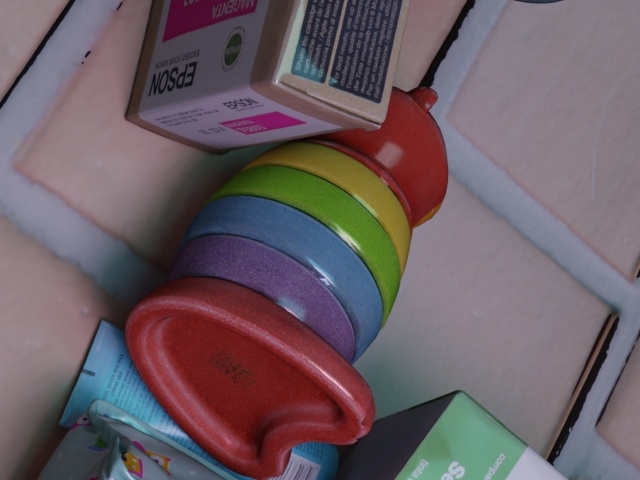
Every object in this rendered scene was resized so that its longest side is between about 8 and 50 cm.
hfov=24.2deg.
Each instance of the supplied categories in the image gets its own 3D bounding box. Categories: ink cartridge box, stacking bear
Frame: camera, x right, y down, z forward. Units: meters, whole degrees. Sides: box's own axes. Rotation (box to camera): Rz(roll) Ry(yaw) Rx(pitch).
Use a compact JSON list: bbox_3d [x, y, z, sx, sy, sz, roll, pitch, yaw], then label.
[{"bbox_3d":[-0.032,-0.169,1.018,0.088,0.235,0.193,18,79,-29],"label":"ink cartridge box"},{"bbox_3d":[0.000,0.000,1.073,0.164,0.175,0.289,42,52,-11],"label":"stacking bear"},{"bbox_3d":[0.141,0.249,1.092,0.278,0.201,0.117,40,70,-4],"label":"ink cartridge box"}]

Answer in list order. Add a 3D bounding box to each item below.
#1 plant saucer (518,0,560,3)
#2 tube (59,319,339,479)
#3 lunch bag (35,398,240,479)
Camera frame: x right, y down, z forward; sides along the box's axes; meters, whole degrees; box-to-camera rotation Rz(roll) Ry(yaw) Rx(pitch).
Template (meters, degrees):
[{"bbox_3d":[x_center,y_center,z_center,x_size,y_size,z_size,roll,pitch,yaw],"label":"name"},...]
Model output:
[{"bbox_3d":[0.072,-0.293,1.063,0.044,0.317,0.317,-35,109,0],"label":"plant saucer"},{"bbox_3d":[-0.084,0.136,1.094,0.207,0.052,0.080,28,67,-23],"label":"tube"},{"bbox_3d":[-0.094,0.267,0.994,0.262,0.160,0.223,32,91,-23],"label":"lunch bag"}]
